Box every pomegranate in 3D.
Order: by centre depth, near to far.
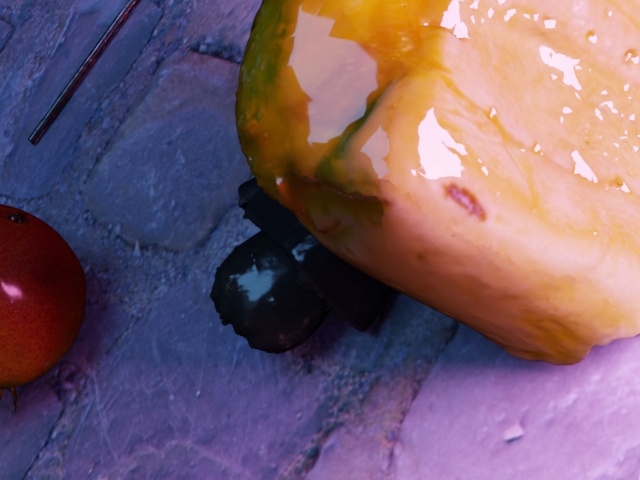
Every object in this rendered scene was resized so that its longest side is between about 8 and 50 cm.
[{"bbox_3d":[-0.386,0.085,1.636,0.221,0.221,0.257,19,105,46],"label":"pomegranate"}]

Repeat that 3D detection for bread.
[{"bbox_3d":[0.114,-0.116,1.219,0.250,0.394,0.361,-11,58,51],"label":"bread"}]

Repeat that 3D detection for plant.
[{"bbox_3d":[0.000,0.000,1.406,0.256,0.142,0.164,-46,44,2],"label":"plant"}]

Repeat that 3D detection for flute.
[{"bbox_3d":[-0.315,-0.241,1.930,0.269,0.014,0.014,-54,43,-3],"label":"flute"}]
